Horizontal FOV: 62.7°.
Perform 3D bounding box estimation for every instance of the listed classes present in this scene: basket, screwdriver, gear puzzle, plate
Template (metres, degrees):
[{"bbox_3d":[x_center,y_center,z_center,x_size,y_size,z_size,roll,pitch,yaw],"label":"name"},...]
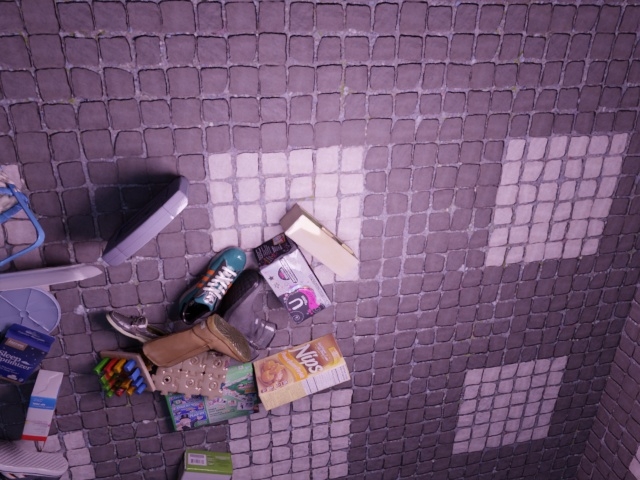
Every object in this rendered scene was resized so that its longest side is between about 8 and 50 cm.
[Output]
[{"bbox_3d":[-0.884,-0.061,1.369,0.255,0.201,0.288,-29,81,0],"label":"basket"},{"bbox_3d":[-0.541,0.382,1.783,0.024,0.025,0.169,36,86,-6],"label":"screwdriver"},{"bbox_3d":[-0.493,0.449,1.823,0.339,0.044,0.175,10,88,-11],"label":"gear puzzle"},{"bbox_3d":[-0.788,0.100,1.481,0.278,0.277,0.045,-7,93,-12],"label":"plate"}]

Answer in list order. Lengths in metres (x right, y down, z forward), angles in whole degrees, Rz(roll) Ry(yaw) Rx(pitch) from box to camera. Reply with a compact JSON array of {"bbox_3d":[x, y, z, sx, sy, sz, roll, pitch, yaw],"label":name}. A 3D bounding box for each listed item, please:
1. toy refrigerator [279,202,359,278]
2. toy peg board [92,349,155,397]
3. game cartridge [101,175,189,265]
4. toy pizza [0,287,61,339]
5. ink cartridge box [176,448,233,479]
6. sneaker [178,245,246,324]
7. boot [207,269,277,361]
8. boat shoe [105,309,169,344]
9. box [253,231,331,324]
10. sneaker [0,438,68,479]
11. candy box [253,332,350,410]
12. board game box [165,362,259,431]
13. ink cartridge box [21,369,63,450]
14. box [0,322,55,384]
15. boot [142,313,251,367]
[{"bbox_3d":[0.000,0.000,1.721,0.094,0.102,0.270,-46,117,9],"label":"toy refrigerator"},{"bbox_3d":[-0.658,0.455,1.741,0.161,0.079,0.161,0,121,21],"label":"toy peg board"},{"bbox_3d":[-0.495,-0.056,1.507,0.297,0.198,0.062,-39,119,7],"label":"game cartridge"},{"bbox_3d":[-0.912,0.219,1.625,0.202,0.032,0.201,-7,117,-13],"label":"toy pizza"},{"bbox_3d":[-0.477,0.958,2.070,0.189,0.097,0.255,16,112,-22],"label":"ink cartridge box"},{"bbox_3d":[-0.343,0.155,1.694,0.108,0.121,0.302,37,102,-27],"label":"sneaker"},{"bbox_3d":[-0.234,0.258,1.792,0.223,0.118,0.338,28,117,-27],"label":"boot"},{"bbox_3d":[-0.593,0.281,1.719,0.073,0.080,0.223,-45,123,3],"label":"boat shoe"},{"bbox_3d":[-0.094,0.122,1.720,0.142,0.163,0.247,-31,119,0],"label":"box"},{"bbox_3d":[-1.059,0.790,1.813,0.321,0.126,0.127,31,98,-27],"label":"sneaker"},{"bbox_3d":[-0.071,0.467,1.885,0.317,0.183,0.087,-20,120,-5],"label":"candy box"},{"bbox_3d":[-0.396,0.576,1.931,0.318,0.046,0.213,-10,116,-10],"label":"board game box"},{"bbox_3d":[-0.920,0.561,1.732,0.078,0.134,0.230,15,110,-22],"label":"ink cartridge box"},{"bbox_3d":[-0.955,0.361,1.656,0.136,0.036,0.225,33,113,-30],"label":"box"},{"bbox_3d":[-0.395,0.355,1.713,0.270,0.089,0.236,-25,123,16],"label":"boot"}]
